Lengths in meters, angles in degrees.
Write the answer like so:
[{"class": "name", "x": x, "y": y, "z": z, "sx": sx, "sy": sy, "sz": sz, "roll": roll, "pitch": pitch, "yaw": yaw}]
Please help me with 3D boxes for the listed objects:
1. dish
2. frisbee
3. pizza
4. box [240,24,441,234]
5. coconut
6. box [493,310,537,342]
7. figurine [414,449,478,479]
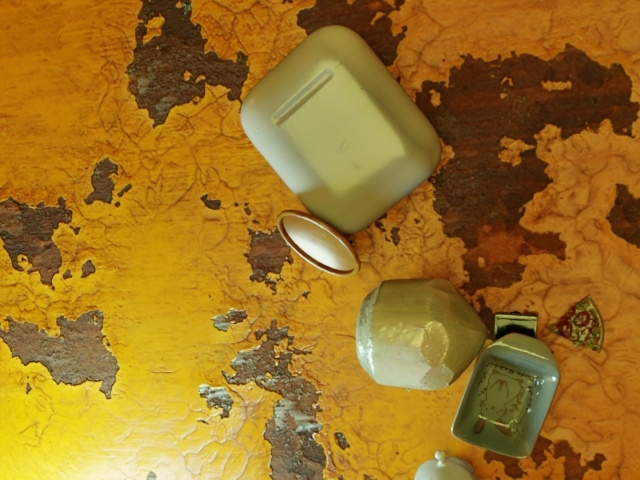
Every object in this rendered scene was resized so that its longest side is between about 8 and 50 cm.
[{"class": "dish", "x": 0.350, "y": 0.279, "z": 1.370, "sx": 0.154, "sy": 0.064, "sz": 0.234, "roll": 18, "pitch": 107, "yaw": 7}, {"class": "frisbee", "x": 0.000, "y": 0.000, "z": 1.425, "sx": 0.192, "sy": 0.192, "sz": 0.035, "roll": 31, "pitch": 67, "yaw": 12}, {"class": "pizza", "x": 0.489, "y": 0.167, "z": 1.357, "sx": 0.100, "sy": 0.029, "sz": 0.099, "roll": -41, "pitch": 83, "yaw": 15}, {"class": "box", "x": 0.037, "y": -0.205, "z": 1.392, "sx": 0.289, "sy": 0.141, "sz": 0.349, "roll": -39, "pitch": 91, "yaw": 18}, {"class": "coconut", "x": 0.187, "y": 0.173, "z": 1.351, "sx": 0.234, "sy": 0.224, "sz": 0.224, "roll": 10, "pitch": 96, "yaw": 17}, {"class": "box", "x": 0.369, "y": 0.175, "z": 1.388, "sx": 0.080, "sy": 0.035, "sz": 0.083, "roll": 2, "pitch": 95, "yaw": 16}, {"class": "figurine", "x": 0.234, "y": 0.523, "z": 1.405, "sx": 0.145, "sy": 0.182, "sz": 0.256, "roll": 0, "pitch": 86, "yaw": -26}]
